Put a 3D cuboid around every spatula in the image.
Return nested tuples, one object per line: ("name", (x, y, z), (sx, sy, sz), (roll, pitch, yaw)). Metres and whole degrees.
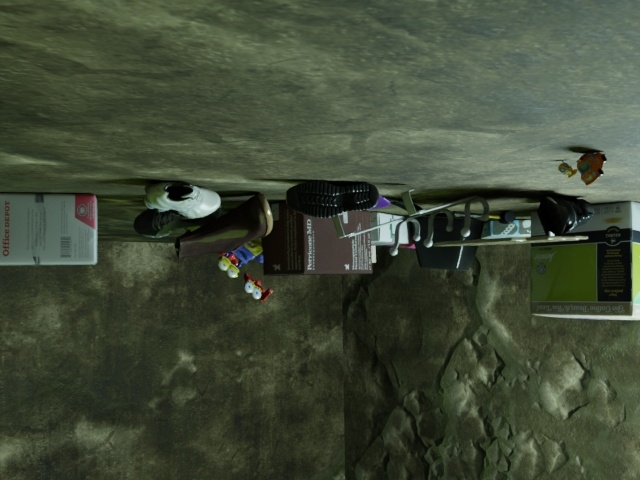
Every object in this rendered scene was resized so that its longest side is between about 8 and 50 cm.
("spatula", (0.174, -0.091, 1.747), (0.084, 0.030, 0.296), (-10, 172, 37))

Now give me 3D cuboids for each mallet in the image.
("mallet", (0.496, -0.075, 2.138), (0.189, 0.039, 0.062), (4, 177, -15))

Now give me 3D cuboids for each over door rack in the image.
("over door rack", (0.222, -0.036, 1.687), (0.324, 0.108, 0.239), (0, 167, -46))

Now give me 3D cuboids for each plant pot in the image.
("plant pot", (0.405, 0.011, 2.277), (0.187, 0.167, 0.188), (5, -178, 30))

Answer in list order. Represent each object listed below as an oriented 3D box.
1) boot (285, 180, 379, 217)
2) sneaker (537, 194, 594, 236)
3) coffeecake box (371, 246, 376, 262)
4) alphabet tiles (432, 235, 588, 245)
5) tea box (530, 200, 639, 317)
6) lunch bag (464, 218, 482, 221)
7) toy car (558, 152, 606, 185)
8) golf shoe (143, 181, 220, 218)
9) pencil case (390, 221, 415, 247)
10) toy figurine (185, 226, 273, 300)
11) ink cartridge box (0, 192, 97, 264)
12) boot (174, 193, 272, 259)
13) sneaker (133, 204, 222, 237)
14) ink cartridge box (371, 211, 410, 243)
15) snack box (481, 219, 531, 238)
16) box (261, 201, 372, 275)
("boot", (0.006, -0.084, 1.495), (0.198, 0.077, 0.137), (2, -179, -22))
("sneaker", (0.627, -0.077, 1.784), (0.124, 0.107, 0.283), (-20, 175, 11))
("coffeecake box", (0.118, 0.015, 2.648), (0.068, 0.142, 0.185), (1, 176, -42))
("alphabet tiles", (0.463, 0.001, 1.756), (0.285, 0.011, 0.342), (-1, 178, -39))
("tea box", (0.815, 0.069, 2.079), (0.220, 0.324, 0.329), (8, 172, -37))
("lunch bag", (0.502, -0.050, 2.408), (0.071, 0.053, 0.083), (1, -175, -16))
("toy car", (0.426, -0.115, 1.183), (0.040, 0.060, 0.122), (31, 164, -7))
("golf shoe", (-0.268, -0.085, 1.444), (0.176, 0.069, 0.086), (1, 171, -42))
("pencil case", (0.294, -0.026, 2.414), (0.104, 0.104, 0.236), (-3, 178, 34))
("toy figurine", (-0.222, -0.025, 2.046), (0.362, 0.217, 0.191), (44, -176, -11))
("ink cartridge box", (-0.616, -0.024, 1.589), (0.218, 0.159, 0.092), (0, 177, -14))
("boot", (-0.230, -0.021, 1.658), (0.207, 0.090, 0.248), (-17, 166, -23))
("sneaker", (-0.361, -0.067, 1.698), (0.228, 0.086, 0.132), (-12, 170, 9))
("ink cartridge box", (0.164, -0.034, 2.225), (0.160, 0.093, 0.219), (-3, 177, 32))
("snack box", (0.756, -0.041, 2.551), (0.322, 0.060, 0.187), (-1, 177, 2))
("box", (0.000, 0.000, 1.945), (0.143, 0.191, 0.381), (-3, 177, 32))
